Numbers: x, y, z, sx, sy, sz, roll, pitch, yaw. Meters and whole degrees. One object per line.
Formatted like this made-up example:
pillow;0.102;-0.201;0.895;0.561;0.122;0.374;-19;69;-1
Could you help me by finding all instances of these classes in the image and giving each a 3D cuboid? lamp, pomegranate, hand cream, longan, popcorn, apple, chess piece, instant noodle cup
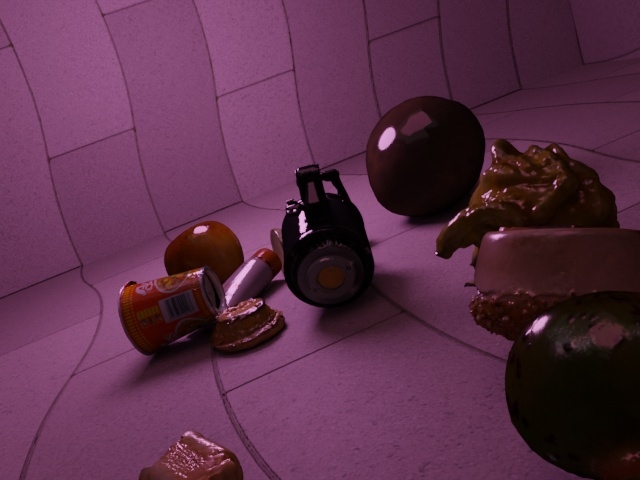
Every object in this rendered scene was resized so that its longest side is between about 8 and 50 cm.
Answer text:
lamp;0.015;0.032;1.573;0.205;0.374;0.272;-13;47;3
pomegranate;0.299;0.180;0.717;0.231;0.230;0.286;-6;32;43
hand cream;-0.222;0.140;1.775;0.140;0.089;0.314;-10;28;36
longan;0.304;-0.246;1.987;0.404;0.336;0.404;-53;-3;-4
popcorn;0.374;-0.037;1.248;0.326;0.289;0.321;0;14;0
apple;-0.343;0.059;2.024;0.237;0.207;0.237;-29;-2;-1
chess piece;0.000;0.000;1.900;0.251;0.144;0.144;-17;14;-15
instant noodle cup;-0.348;0.154;1.636;0.212;0.193;0.193;-21;15;9

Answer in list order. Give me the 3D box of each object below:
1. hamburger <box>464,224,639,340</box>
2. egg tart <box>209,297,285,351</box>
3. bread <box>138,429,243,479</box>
hamburger;0.360;0.069;0.964;0.302;0.170;0.302;3;-2;0
egg tart;-0.175;0.188;1.552;0.191;0.074;0.191;-21;14;6
bread;-0.184;0.345;0.974;0.119;0.084;0.177;-32;19;-32
